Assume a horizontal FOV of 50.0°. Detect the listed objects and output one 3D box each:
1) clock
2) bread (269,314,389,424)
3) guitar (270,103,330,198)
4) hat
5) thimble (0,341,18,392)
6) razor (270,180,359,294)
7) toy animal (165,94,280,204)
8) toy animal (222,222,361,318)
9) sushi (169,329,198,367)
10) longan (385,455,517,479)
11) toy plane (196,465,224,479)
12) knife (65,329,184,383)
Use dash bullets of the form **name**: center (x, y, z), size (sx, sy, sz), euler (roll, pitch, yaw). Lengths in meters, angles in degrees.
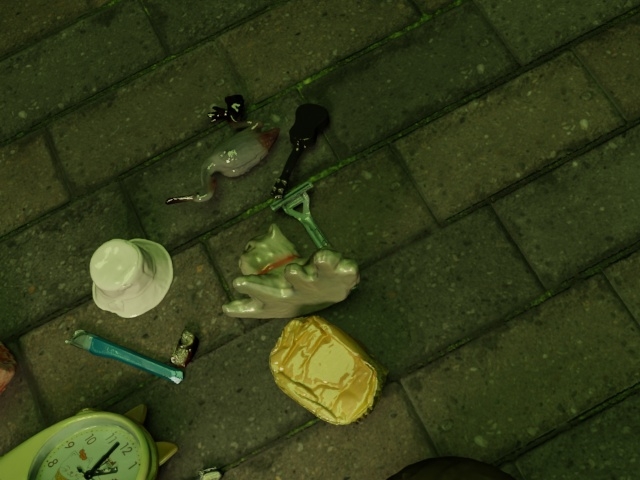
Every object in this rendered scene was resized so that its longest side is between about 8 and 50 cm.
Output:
- **clock**: center (-0.465, 0.487, 1.387), size (0.348, 0.117, 0.286), euler (-32, 51, -26)
- **bread**: center (0.015, 0.270, 1.433), size (0.250, 0.133, 0.179), euler (31, 79, 17)
- **guitar**: center (-0.058, -0.215, 1.624), size (0.083, 0.038, 0.271), euler (15, 62, 18)
- **hat**: center (-0.447, 0.068, 1.566), size (0.203, 0.126, 0.203), euler (-2, 69, 4)
- **thimble**: center (-0.794, 0.280, 1.481), size (0.239, 0.239, 0.162), euler (34, 83, 16)
- **razor**: center (0.002, 0.003, 1.572), size (0.111, 0.056, 0.278), euler (-32, 78, -2)
- **toy animal**: center (-0.218, -0.199, 1.642), size (0.195, 0.090, 0.324), euler (11, 64, 17)
- **toy animal**: center (-0.049, 0.045, 1.464), size (0.266, 0.308, 0.188), euler (14, 55, -6)
- **sushi**: center (-0.302, 0.245, 1.541), size (0.046, 0.044, 0.083), euler (24, 77, -8)
- **longan**: center (0.221, 0.564, 1.176), size (0.390, 0.391, 0.392), euler (-2, 72, 7)
- **toy plane**: center (-0.249, 0.508, 1.446), size (0.120, 0.031, 0.049), euler (-14, 79, 0)
- **knife**: center (-0.443, 0.264, 1.555), size (0.296, 0.026, 0.044), euler (20, 78, 10)
